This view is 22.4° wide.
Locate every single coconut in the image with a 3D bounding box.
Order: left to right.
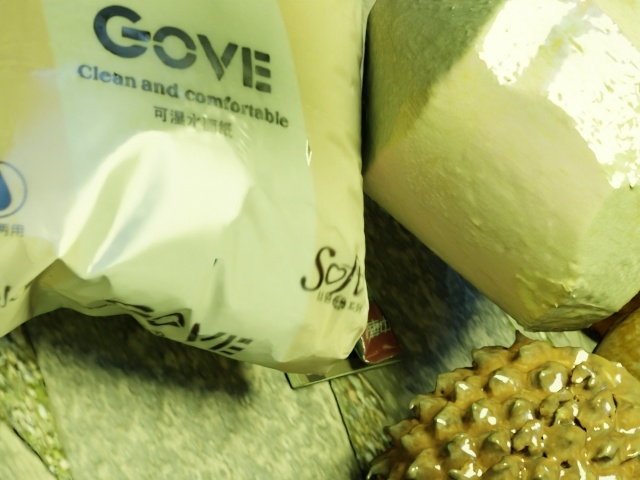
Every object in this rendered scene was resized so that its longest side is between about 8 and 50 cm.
[{"bbox_3d":[0.172,-0.108,1.332,0.309,0.297,0.297,43,39,-4],"label":"coconut"}]

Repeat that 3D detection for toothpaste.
[{"bbox_3d":[0.000,0.000,1.406,0.062,0.039,0.239,-14,74,-57],"label":"toothpaste"}]

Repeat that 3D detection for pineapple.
[{"bbox_3d":[0.100,0.232,1.241,0.357,0.223,0.223,-33,86,-33],"label":"pineapple"}]

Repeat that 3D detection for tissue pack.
[{"bbox_3d":[-0.131,-0.087,1.218,0.375,0.195,0.390,14,61,-37],"label":"tissue pack"}]

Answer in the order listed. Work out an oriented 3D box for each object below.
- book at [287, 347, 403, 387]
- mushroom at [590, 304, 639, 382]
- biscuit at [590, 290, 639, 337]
[{"bbox_3d":[-0.015,0.029,1.411,0.138,0.016,0.198,-9,68,-48],"label":"book"},{"bbox_3d":[0.338,0.185,1.497,0.263,0.195,0.283,56,35,-14],"label":"mushroom"},{"bbox_3d":[0.288,-0.086,1.682,0.395,0.166,0.342,33,43,-19],"label":"biscuit"}]
